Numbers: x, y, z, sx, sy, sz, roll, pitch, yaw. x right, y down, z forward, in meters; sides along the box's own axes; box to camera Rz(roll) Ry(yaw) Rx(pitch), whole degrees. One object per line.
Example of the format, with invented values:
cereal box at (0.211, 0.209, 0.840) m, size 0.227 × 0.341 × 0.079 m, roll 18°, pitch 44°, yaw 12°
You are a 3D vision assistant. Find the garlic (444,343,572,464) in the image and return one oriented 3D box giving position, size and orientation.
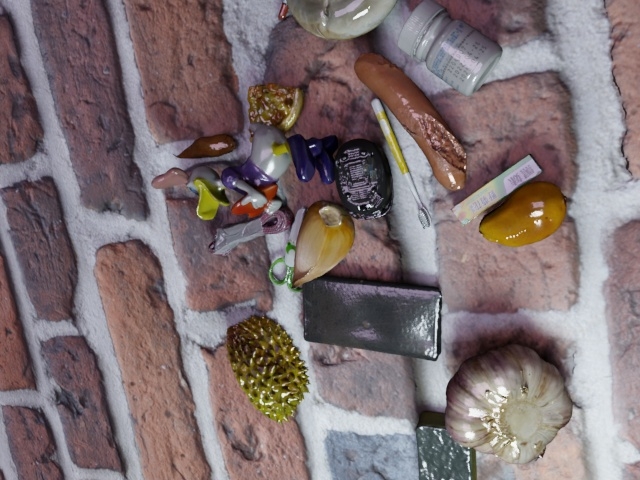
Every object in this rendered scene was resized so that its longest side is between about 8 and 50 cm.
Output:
garlic at (0.353, 0.312, 1.008) m, size 0.244 × 0.160 × 0.245 m, roll -2°, pitch 103°, yaw -10°

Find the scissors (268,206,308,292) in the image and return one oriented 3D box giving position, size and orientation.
scissors at (-0.058, 0.020, 1.201) m, size 0.100 × 0.027 × 0.205 m, roll 21°, pitch 110°, yaw 15°

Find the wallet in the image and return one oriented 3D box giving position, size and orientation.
wallet at (0.109, 0.166, 1.149) m, size 0.320 × 0.044 × 0.171 m, roll 4°, pitch 104°, yaw 21°

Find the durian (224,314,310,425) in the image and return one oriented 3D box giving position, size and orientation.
durian at (-0.134, 0.313, 1.239) m, size 0.260 × 0.186 × 0.154 m, roll 44°, pitch 123°, yaw -4°

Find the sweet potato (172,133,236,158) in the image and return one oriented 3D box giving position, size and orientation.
sweet potato at (-0.281, -0.221, 1.237) m, size 0.194 × 0.056 × 0.057 m, roll -5°, pitch 100°, yaw 31°

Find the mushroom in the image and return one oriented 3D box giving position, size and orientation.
mushroom at (0.024, -0.496, 0.935) m, size 0.243 × 0.243 × 0.244 m, roll 6°, pitch 104°, yaw 24°

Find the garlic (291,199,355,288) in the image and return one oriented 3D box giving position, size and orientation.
garlic at (0.009, 0.004, 1.124) m, size 0.115 × 0.128 × 0.207 m, roll 11°, pitch 120°, yaw -24°

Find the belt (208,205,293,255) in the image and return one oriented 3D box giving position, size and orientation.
belt at (-0.169, -0.025, 1.229) m, size 0.231 × 0.053 × 0.072 m, roll -21°, pitch 90°, yaw 25°

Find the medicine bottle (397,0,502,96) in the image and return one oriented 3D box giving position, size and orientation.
medicine bottle at (0.235, -0.349, 0.938) m, size 0.168 × 0.105 × 0.105 m, roll 41°, pitch 115°, yaw 11°

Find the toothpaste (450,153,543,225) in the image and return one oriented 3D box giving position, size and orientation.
toothpaste at (0.335, -0.096, 0.987) m, size 0.178 × 0.037 × 0.043 m, roll -38°, pitch 84°, yaw 27°

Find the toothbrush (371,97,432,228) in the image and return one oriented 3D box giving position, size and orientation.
toothbrush at (0.165, -0.157, 1.058) m, size 0.021 × 0.024 × 0.289 m, roll -23°, pitch 91°, yaw 28°

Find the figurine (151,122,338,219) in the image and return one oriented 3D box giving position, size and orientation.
figurine at (-0.165, -0.149, 1.121) m, size 0.420 × 0.154 × 0.194 m, roll -21°, pitch 80°, yaw 24°

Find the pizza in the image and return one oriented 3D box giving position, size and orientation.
pizza at (-0.119, -0.290, 1.147) m, size 0.134 × 0.046 × 0.175 m, roll 44°, pitch 116°, yaw 10°

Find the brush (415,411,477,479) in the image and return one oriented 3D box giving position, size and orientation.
brush at (0.276, 0.484, 1.133) m, size 0.123 × 0.059 × 0.198 m, roll 0°, pitch 102°, yaw 26°

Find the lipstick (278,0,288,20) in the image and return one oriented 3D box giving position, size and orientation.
lipstick at (-0.061, -0.523, 1.076) m, size 0.030 × 0.030 × 0.129 m, roll 31°, pitch 113°, yaw 16°

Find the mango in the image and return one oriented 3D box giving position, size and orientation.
mango at (0.379, -0.045, 0.956) m, size 0.105 × 0.084 × 0.159 m, roll 48°, pitch 138°, yaw -9°

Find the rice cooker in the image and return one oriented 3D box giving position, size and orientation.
rice cooker at (0.089, -0.126, 1.057) m, size 0.112 × 0.106 × 0.166 m, roll -12°, pitch 83°, yaw 19°

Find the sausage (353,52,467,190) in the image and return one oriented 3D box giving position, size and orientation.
sausage at (0.185, -0.238, 1.000) m, size 0.327 × 0.079 × 0.087 m, roll 54°, pitch 147°, yaw 7°
